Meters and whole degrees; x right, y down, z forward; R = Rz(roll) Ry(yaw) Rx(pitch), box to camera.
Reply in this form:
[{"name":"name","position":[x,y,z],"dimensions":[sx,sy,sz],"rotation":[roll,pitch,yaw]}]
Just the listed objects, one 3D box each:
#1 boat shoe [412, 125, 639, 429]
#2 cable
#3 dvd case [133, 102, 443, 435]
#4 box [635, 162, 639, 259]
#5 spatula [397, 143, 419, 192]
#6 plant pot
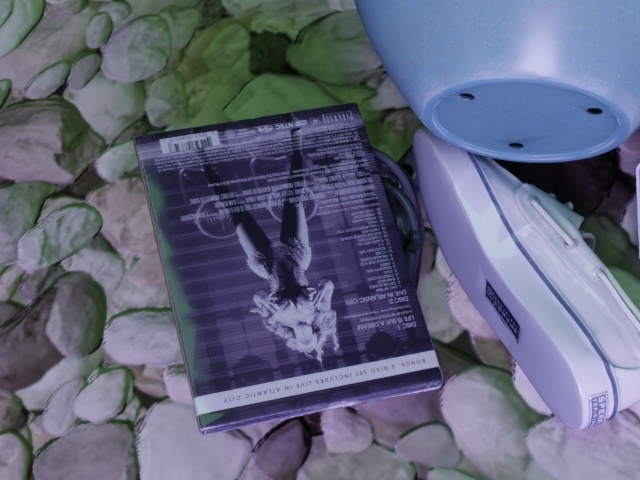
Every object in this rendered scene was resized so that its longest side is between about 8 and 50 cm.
[{"name":"boat shoe","position":[0.147,0.013,0.926],"dimensions":[0.084,0.095,0.258],"rotation":[-20,58,-14]},{"name":"cable","position":[0.000,0.000,0.967],"dimensions":[0.150,0.047,0.185],"rotation":[11,63,-1]},{"name":"dvd case","position":[-0.025,0.013,0.920],"dimensions":[0.164,0.018,0.221],"rotation":[-10,64,-13]},{"name":"box","position":[0.299,-0.081,0.901],"dimensions":[0.225,0.136,0.036],"rotation":[-30,59,-4]},{"name":"spatula","position":[0.157,-0.138,1.046],"dimensions":[0.296,0.030,0.084],"rotation":[-43,56,-12]},{"name":"plant pot","position":[0.143,-0.166,0.891],"dimensions":[0.290,0.290,0.196],"rotation":[2,71,17]}]
